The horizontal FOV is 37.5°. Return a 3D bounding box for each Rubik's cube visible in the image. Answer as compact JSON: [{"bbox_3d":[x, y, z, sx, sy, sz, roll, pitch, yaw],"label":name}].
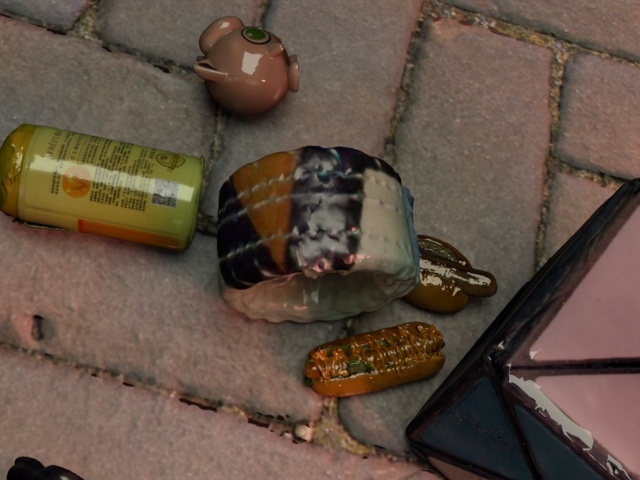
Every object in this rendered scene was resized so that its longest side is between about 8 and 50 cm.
[{"bbox_3d":[0.311,0.170,1.009,0.305,0.307,0.310,40,64,6],"label":"Rubik's cube"}]

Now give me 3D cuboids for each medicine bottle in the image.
[{"bbox_3d":[-0.259,-0.063,1.103,0.239,0.124,0.124,10,63,-6],"label":"medicine bottle"}]

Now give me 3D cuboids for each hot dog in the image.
[{"bbox_3d":[0.069,0.138,1.108,0.188,0.055,0.072,-12,66,-16],"label":"hot dog"},{"bbox_3d":[0.146,0.044,1.169,0.140,0.060,0.090,32,67,0],"label":"hot dog"}]

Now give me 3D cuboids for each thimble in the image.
[{"bbox_3d":[0.000,0.000,1.068,0.237,0.237,0.150,1,68,-12],"label":"thimble"}]

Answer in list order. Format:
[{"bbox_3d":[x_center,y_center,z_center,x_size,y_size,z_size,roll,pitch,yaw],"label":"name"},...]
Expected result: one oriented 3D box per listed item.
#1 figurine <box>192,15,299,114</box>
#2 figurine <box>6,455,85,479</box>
[{"bbox_3d":[-0.095,-0.223,1.210,0.138,0.125,0.125,8,63,-5],"label":"figurine"},{"bbox_3d":[-0.302,0.369,0.847,0.204,0.185,0.332,21,60,39],"label":"figurine"}]
